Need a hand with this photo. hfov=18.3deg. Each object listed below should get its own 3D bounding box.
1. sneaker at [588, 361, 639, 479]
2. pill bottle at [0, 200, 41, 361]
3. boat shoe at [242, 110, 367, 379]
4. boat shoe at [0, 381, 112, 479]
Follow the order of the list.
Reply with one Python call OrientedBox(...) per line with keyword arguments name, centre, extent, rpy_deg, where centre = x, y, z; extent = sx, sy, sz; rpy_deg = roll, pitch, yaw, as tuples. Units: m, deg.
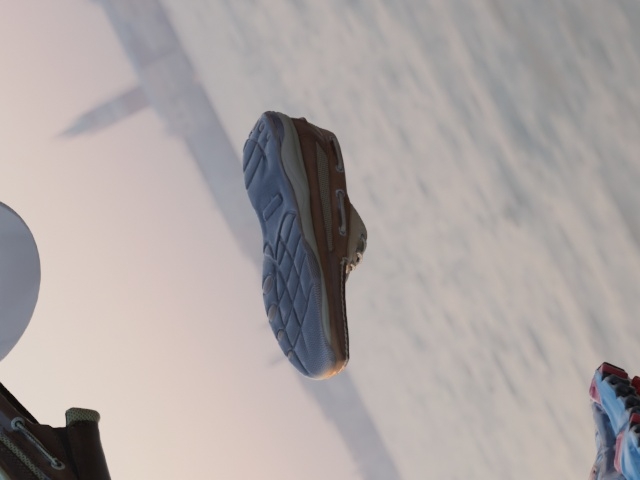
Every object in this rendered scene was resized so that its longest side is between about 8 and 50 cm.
OrientedBox(name="sneaker", centre=(0.196, 0.163, 1.284), extent=(0.104, 0.125, 0.262), rpy_deg=(33, -169, 1))
OrientedBox(name="pill bottle", centre=(-0.436, -0.017, 1.796), extent=(0.407, 0.229, 0.229), rpy_deg=(25, 151, 44))
OrientedBox(name="boat shoe", centre=(0.000, 0.000, 2.243), extent=(0.123, 0.116, 0.324), rpy_deg=(-41, 52, 53))
OrientedBox(name="boat shoe", centre=(-0.176, 0.151, 1.309), extent=(0.257, 0.095, 0.095), rpy_deg=(38, 172, 6))
